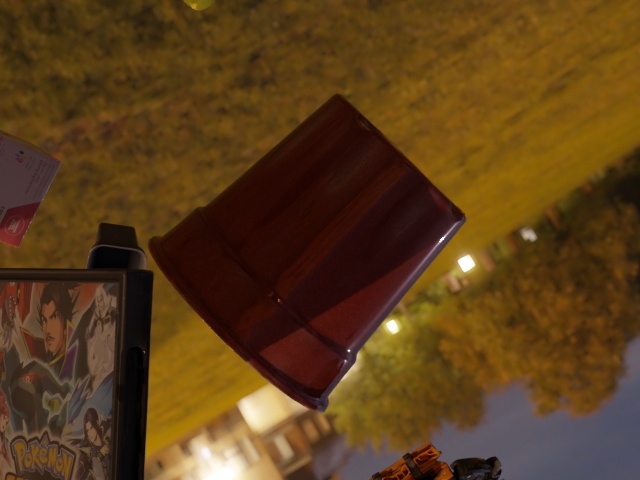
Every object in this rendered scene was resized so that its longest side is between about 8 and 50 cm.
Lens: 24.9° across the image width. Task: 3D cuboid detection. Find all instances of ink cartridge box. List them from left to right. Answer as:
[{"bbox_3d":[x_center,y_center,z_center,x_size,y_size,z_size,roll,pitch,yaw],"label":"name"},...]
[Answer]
[{"bbox_3d":[-0.406,-0.080,1.629,0.198,0.067,0.115,23,95,-45],"label":"ink cartridge box"}]

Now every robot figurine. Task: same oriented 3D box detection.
[{"bbox_3d":[0.122,0.319,1.692,0.211,0.085,0.291,-32,151,1],"label":"robot figurine"}]

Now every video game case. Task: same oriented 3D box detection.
[{"bbox_3d":[-0.240,0.149,1.291,0.035,0.248,0.274,5,176,-39],"label":"video game case"}]

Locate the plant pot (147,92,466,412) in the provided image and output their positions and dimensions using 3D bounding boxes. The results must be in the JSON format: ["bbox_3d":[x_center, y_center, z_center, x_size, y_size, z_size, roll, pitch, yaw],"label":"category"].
[{"bbox_3d":[0.000,0.000,1.592,0.265,0.272,0.272,-45,175,5],"label":"plant pot"}]

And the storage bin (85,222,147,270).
[{"bbox_3d":[-0.301,0.042,2.141,0.091,0.098,0.135,-103,-155,-56],"label":"storage bin"}]

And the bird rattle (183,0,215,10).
[{"bbox_3d":[-0.073,-0.312,1.238,0.253,0.143,0.207,-49,172,-15],"label":"bird rattle"}]
